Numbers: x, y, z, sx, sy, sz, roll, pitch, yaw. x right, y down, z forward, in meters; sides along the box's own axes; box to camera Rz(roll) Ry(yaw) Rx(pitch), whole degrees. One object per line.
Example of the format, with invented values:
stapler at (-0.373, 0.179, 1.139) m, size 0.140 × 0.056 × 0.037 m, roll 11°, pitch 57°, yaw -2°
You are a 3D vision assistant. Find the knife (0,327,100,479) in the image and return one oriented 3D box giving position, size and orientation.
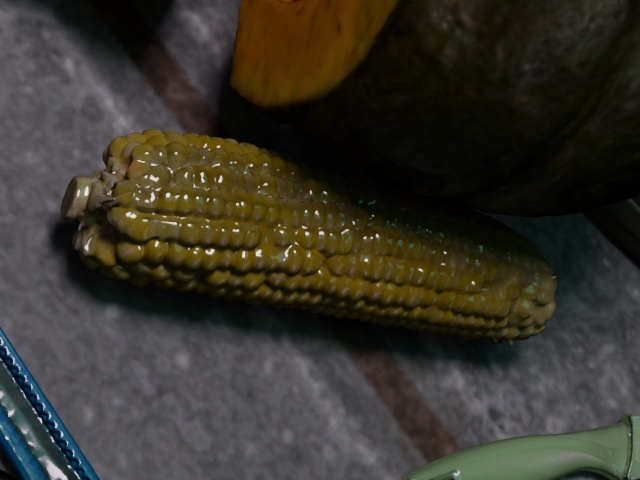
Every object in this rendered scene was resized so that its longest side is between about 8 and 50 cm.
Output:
knife at (-0.136, 0.104, 0.889) m, size 0.044 × 0.026 × 0.296 m, roll -33°, pitch 89°, yaw -24°

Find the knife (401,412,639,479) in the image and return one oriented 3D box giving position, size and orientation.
knife at (0.167, 0.124, 1.065) m, size 0.293 × 0.020 × 0.043 m, roll -7°, pitch 72°, yaw -34°

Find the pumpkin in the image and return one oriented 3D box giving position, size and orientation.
pumpkin at (0.104, -0.162, 0.941) m, size 0.225 × 0.256 × 0.303 m, roll 6°, pitch 99°, yaw -31°

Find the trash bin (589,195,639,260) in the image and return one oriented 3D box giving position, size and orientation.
trash bin at (0.274, -0.136, 1.129) m, size 0.219 × 0.220 × 0.250 m, roll 43°, pitch 48°, yaw -11°

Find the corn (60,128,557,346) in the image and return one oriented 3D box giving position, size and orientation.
corn at (0.000, 0.000, 0.982) m, size 0.288 × 0.086 × 0.086 m, roll 13°, pitch 64°, yaw -27°

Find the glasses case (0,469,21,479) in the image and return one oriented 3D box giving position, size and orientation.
glasses case at (-0.187, 0.147, 0.808) m, size 0.314 × 0.075 × 0.122 m, roll 30°, pitch 62°, yaw -14°
